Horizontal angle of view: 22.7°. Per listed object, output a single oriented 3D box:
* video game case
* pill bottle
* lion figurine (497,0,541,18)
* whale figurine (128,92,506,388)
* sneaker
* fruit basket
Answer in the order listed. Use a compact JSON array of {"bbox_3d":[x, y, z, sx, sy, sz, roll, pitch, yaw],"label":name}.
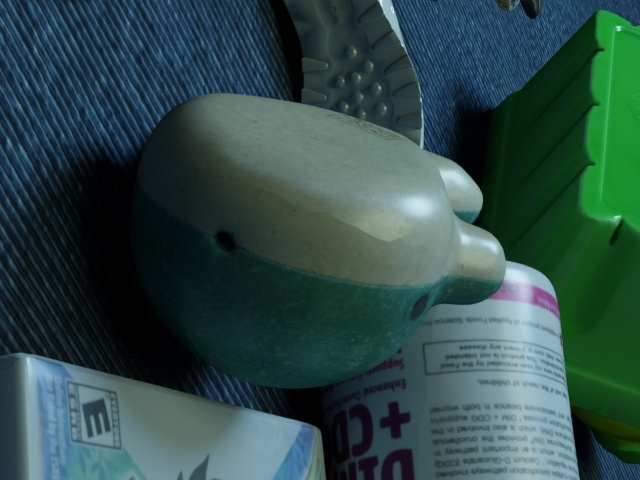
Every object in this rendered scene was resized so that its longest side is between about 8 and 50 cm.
[{"bbox_3d":[-0.062,0.238,0.794,0.300,0.036,0.329,25,54,-60],"label":"video game case"},{"bbox_3d":[0.085,0.167,1.000,0.160,0.160,0.283,32,48,-57],"label":"pill bottle"},{"bbox_3d":[0.050,-0.285,1.195,0.142,0.240,0.392,-62,161,-10],"label":"lion figurine"},{"bbox_3d":[0.000,0.000,0.910,0.272,0.216,0.141,-19,130,-67],"label":"whale figurine"},{"bbox_3d":[0.030,-0.130,1.146,0.095,0.090,0.235,-2,80,-75],"label":"sneaker"},{"bbox_3d":[0.262,0.040,1.432,0.392,0.282,0.392,-161,-90,-86],"label":"fruit basket"}]
